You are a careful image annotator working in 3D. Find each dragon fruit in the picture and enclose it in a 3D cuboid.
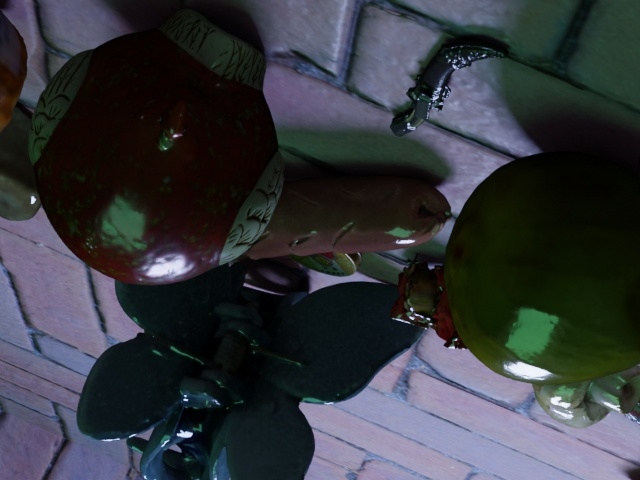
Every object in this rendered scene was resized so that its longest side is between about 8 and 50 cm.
[{"bbox_3d":[0.165,0.054,1.624,0.192,0.122,0.092,12,116,38],"label":"dragon fruit"}]

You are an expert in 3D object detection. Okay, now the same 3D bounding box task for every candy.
[{"bbox_3d":[-0.406,-0.124,1.744,0.102,0.104,0.234,-7,143,45],"label":"candy"}]

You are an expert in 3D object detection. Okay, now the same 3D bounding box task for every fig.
[{"bbox_3d":[0.224,0.020,1.285,0.230,0.207,0.207,-6,157,-2],"label":"fig"}]

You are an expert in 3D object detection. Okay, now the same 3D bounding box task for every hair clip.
[{"bbox_3d":[-0.111,0.164,1.818,0.392,0.318,0.238,22,161,2],"label":"hair clip"}]

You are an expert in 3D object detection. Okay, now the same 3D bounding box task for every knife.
[{"bbox_3d":[0.096,-0.131,1.298,0.046,0.021,0.222,26,158,-11],"label":"knife"}]

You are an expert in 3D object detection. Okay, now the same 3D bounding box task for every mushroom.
[{"bbox_3d":[0.283,0.129,1.549,0.112,0.148,0.148,31,167,39],"label":"mushroom"}]

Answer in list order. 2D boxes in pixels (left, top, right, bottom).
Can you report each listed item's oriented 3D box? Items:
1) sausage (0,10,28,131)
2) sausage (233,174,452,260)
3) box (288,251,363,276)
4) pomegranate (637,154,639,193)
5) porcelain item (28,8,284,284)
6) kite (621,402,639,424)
[{"bbox_3d":[-0.447,-0.211,1.419,0.233,0.233,0.287,11,156,32],"label":"sausage"},{"bbox_3d":[-0.041,-0.022,1.591,0.433,0.088,0.088,-5,144,42],"label":"sausage"},{"bbox_3d":[0.000,0.000,1.681,0.106,0.037,0.105,21,159,9],"label":"box"},{"bbox_3d":[0.318,-0.040,1.138,0.159,0.129,0.129,25,160,-24],"label":"pomegranate"},{"bbox_3d":[-0.142,-0.088,1.358,0.253,0.253,0.253,21,158,9],"label":"porcelain item"},{"bbox_3d":[0.400,0.202,1.759,0.190,0.010,0.159,8,151,34],"label":"kite"}]
